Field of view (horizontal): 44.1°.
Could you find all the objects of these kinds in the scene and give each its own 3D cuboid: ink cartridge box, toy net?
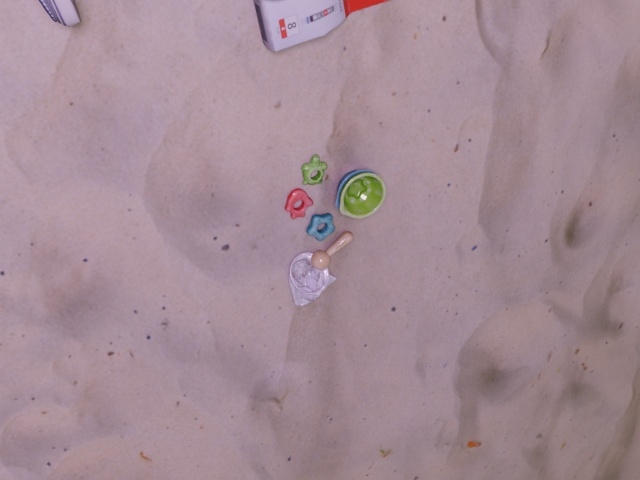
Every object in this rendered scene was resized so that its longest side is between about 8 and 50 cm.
[{"bbox_3d":[0.006,-0.312,0.905,0.179,0.045,0.146,-21,127,-12],"label":"ink cartridge box"},{"bbox_3d":[0.000,0.000,1.090,0.122,0.045,0.232,6,115,-31],"label":"toy net"}]

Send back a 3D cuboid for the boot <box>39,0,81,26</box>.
[{"bbox_3d":[-0.308,-0.282,0.752,0.086,0.069,0.190,-25,119,-3],"label":"boot"}]
